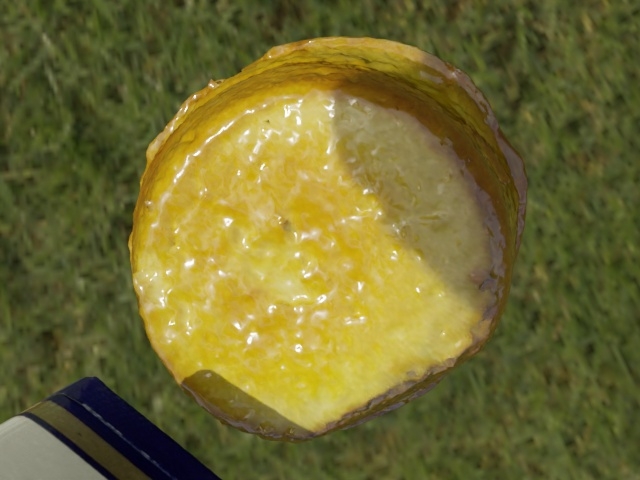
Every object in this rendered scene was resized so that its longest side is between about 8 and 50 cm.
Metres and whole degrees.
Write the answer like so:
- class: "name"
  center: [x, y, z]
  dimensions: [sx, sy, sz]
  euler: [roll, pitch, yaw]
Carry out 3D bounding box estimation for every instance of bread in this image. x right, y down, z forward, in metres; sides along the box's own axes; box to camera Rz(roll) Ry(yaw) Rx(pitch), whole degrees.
- class: "bread"
  center: [0.000, 0.000, 1.144]
  dimensions: [0.268, 0.146, 0.268]
  euler: [1, 102, 3]

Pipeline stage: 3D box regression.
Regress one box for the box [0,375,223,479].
- class: "box"
  center: [-0.128, 0.168, 0.895]
  dimensions: [0.168, 0.259, 0.071]
  euler: [37, 113, 12]
